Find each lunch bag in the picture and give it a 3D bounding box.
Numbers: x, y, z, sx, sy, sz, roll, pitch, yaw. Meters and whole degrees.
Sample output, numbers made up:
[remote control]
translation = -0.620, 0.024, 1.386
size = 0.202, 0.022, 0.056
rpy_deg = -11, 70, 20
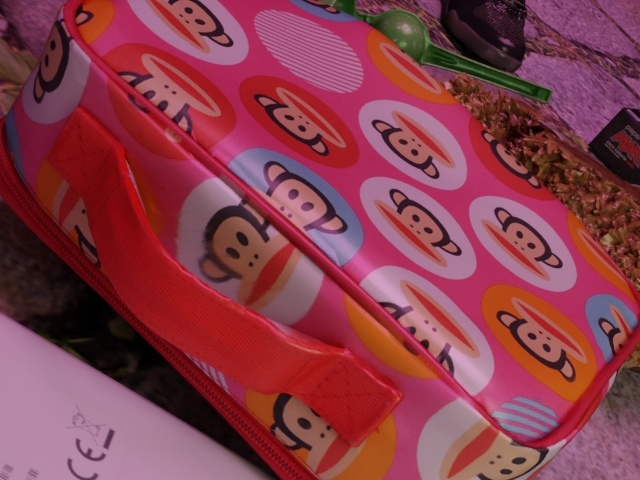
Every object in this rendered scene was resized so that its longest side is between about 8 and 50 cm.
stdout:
[lunch bag]
translation = 0.000, 0.000, 0.544
size = 0.293, 0.120, 0.258
rpy_deg = 44, 28, 11

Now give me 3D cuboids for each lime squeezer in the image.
[lime squeezer]
translation = 0.057, -0.170, 0.969
size = 0.310, 0.059, 0.110
rpy_deg = 11, -1, -39

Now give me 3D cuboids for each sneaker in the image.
[sneaker]
translation = 0.197, -0.276, 1.270
size = 0.087, 0.130, 0.227
rpy_deg = 28, 31, -18

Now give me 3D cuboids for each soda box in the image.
[soda box]
translation = 0.362, -0.061, 1.226
size = 0.169, 0.060, 0.053
rpy_deg = 51, 28, 22

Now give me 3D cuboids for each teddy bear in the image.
[teddy bear]
translation = 0.184, -0.014, 0.908
size = 0.338, 0.113, 0.245
rpy_deg = 38, 19, 14

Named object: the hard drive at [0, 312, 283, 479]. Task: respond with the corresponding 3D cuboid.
[hard drive]
translation = -0.048, 0.153, 0.408
size = 0.319, 0.040, 0.210
rpy_deg = 33, 27, -12
